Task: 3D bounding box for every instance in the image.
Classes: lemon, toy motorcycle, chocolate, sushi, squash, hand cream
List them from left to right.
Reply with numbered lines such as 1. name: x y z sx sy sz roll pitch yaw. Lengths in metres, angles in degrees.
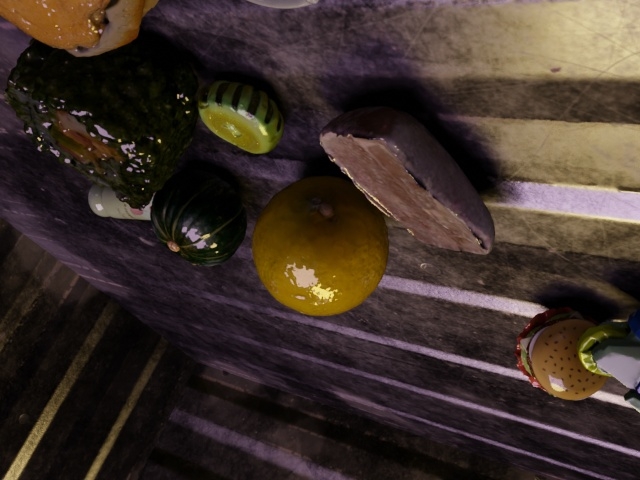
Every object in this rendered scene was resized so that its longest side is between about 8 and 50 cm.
1. sushi: -0.369 -0.215 1.110 0.294 0.178 0.352 32 160 -8
2. hand cream: -0.403 -0.093 1.549 0.306 0.093 0.147 4 150 21
3. squash: -0.252 -0.046 1.361 0.218 0.172 0.218 22 158 9
4. lemon: 0.000 0.000 1.129 0.241 0.240 0.219 20 154 13
5. chocolate: 0.140 -0.091 0.966 0.303 0.100 0.185 43 162 -30
6. toy motorcycle: 0.591 0.207 1.044 0.326 0.191 0.200 35 119 -3

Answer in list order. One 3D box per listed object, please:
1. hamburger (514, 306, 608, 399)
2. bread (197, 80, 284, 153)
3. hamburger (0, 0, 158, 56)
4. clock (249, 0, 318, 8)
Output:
1. hamburger: 0.446 0.210 1.193 0.175 0.175 0.137 22 -175 6
2. bread: -0.123 -0.198 1.034 0.139 0.071 0.130 19 160 9
3. hamburger: -0.321 -0.363 0.766 0.319 0.158 0.318 22 157 10
4. clock: -0.074 -0.348 0.682 0.237 0.053 0.236 22 156 11
